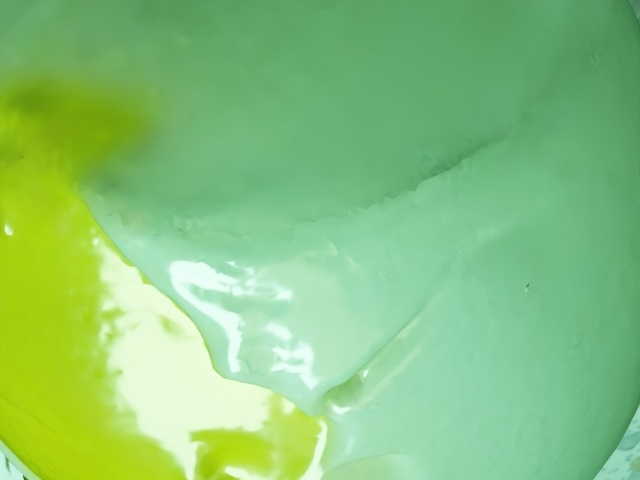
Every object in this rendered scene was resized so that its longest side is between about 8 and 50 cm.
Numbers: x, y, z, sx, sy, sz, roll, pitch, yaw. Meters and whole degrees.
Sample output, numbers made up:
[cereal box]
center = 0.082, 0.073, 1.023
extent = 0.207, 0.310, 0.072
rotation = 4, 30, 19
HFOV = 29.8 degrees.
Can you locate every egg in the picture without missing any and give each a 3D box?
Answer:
[egg]
center = 0.000, 0.000, 0.479
extent = 0.283, 0.283, 0.345
rotation = -22, 142, 6

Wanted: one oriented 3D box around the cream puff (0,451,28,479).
[cream puff]
center = -0.182, 0.127, 0.651
extent = 0.244, 0.196, 0.244
rotation = -1, 109, -4
